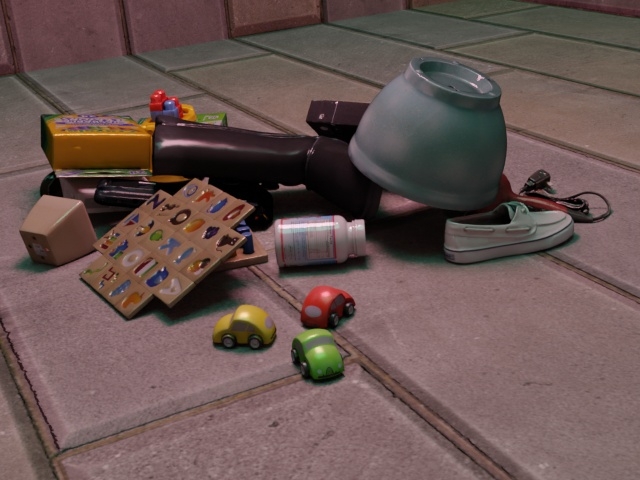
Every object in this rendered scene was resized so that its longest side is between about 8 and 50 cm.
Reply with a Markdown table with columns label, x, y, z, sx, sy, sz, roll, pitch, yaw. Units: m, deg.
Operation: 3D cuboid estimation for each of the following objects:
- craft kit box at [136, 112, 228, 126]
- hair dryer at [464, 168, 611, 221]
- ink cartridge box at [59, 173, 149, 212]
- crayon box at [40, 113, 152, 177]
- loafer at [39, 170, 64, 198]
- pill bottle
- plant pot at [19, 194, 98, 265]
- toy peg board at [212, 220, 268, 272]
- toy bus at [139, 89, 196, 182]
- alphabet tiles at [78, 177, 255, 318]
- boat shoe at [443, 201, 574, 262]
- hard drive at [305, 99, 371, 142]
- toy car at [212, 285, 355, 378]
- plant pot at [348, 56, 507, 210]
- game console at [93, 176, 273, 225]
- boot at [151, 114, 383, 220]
| label | x | y | z | sx | sy | sz | roll | pitch | yaw |
| --- | --- | --- | --- | --- | --- | --- | --- | --- | --- |
| craft kit box | -0.384 | -0.276 | 2.448 | 0.247 | 0.061 | 0.250 | -1 | 23 | 3 |
| hair dryer | 0.391 | -0.084 | 1.787 | 0.293 | 0.080 | 0.223 | -16 | 25 | -24 |
| ink cartridge box | -0.481 | -0.127 | 2.021 | 0.181 | 0.056 | 0.225 | -5 | 26 | -33 |
| crayon box | -0.489 | -0.211 | 2.010 | 0.203 | 0.083 | 0.323 | -2 | 18 | -22 |
| loafer | -0.519 | -0.129 | 2.078 | 0.220 | 0.080 | 0.078 | -18 | 28 | -30 |
| pill bottle | 0.000 | 0.000 | 1.652 | 0.160 | 0.087 | 0.087 | -4 | 22 | 1 |
| plant pot | -0.510 | -0.012 | 1.774 | 0.109 | 0.109 | 0.096 | 9 | 38 | 30 |
| toy peg board | -0.197 | -0.010 | 1.727 | 0.161 | 0.079 | 0.161 | -11 | 24 | -15 |
| toy bus | -0.349 | -0.257 | 2.188 | 0.149 | 0.211 | 0.220 | -2 | 21 | 10 |
| alphabet tiles | -0.276 | 0.005 | 1.639 | 0.285 | 0.011 | 0.342 | -42 | 35 | -16 |
| boat shoe | 0.341 | -0.026 | 1.648 | 0.258 | 0.084 | 0.095 | -14 | 24 | -21 |
| hard drive | 0.166 | -0.224 | 2.011 | 0.339 | 0.064 | 0.237 | 9 | -15 | 28 |
| toy car | -0.027 | 0.134 | 1.377 | 0.239 | 0.053 | 0.225 | -13 | 24 | -19 |
| plant pot | 0.216 | -0.213 | 1.685 | 0.293 | 0.196 | 0.293 | 12 | 29 | -7 |
| game console | -0.278 | -0.092 | 1.904 | 0.361 | 0.044 | 0.213 | 5 | 19 | -8 |
| boot | -0.116 | -0.157 | 1.846 | 0.445 | 0.146 | 0.367 | 10 | 8 | -11 |
